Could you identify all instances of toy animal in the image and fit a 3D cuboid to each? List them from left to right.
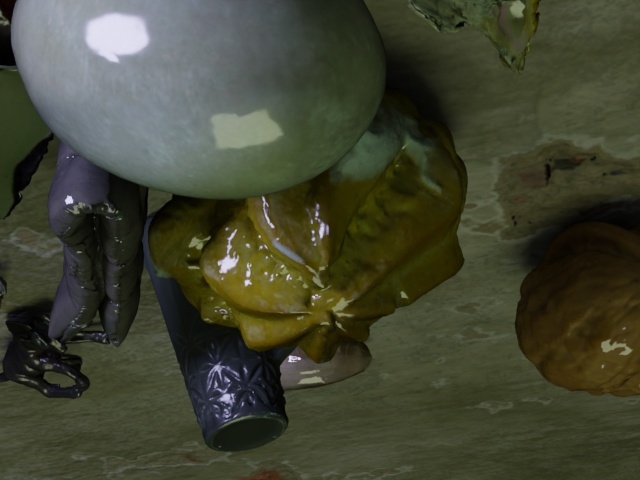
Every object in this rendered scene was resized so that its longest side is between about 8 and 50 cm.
[{"bbox_3d":[-0.396,0.161,2.141,0.148,0.084,0.233,25,150,-16],"label":"toy animal"}]

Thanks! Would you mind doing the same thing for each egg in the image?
[{"bbox_3d":[-0.111,-0.165,1.329,0.352,0.258,0.258,18,164,29],"label":"egg"}]

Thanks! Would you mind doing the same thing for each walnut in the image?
[{"bbox_3d":[0.381,0.091,1.961,0.224,0.257,0.257,-28,166,-32],"label":"walnut"}]

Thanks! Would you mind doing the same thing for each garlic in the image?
[{"bbox_3d":[-0.027,0.181,2.215,0.196,0.087,0.101,-12,164,8],"label":"garlic"}]

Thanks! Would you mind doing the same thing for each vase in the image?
[{"bbox_3d":[-0.110,0.101,1.842,0.251,0.301,0.156,-20,150,9],"label":"vase"}]

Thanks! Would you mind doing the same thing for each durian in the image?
[{"bbox_3d":[0.108,-0.263,1.302,0.172,0.166,0.306,-26,139,31],"label":"durian"}]

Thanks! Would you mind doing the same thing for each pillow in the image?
[{"bbox_3d":[-0.230,-0.049,1.588,0.101,0.228,0.326,6,152,-7],"label":"pillow"}]

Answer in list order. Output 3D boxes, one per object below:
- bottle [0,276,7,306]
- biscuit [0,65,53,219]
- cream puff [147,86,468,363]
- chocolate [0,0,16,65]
[{"bbox_3d":[-0.465,0.067,1.925,0.099,0.099,0.152,-16,155,19],"label":"bottle"},{"bbox_3d":[-0.356,-0.108,1.663,0.099,0.038,0.322,10,149,-20],"label":"biscuit"},{"bbox_3d":[0.000,0.000,1.630,0.378,0.275,0.378,-15,155,-7],"label":"cream puff"},{"bbox_3d":[-0.311,-0.216,1.421,0.149,0.080,0.125,10,149,-23],"label":"chocolate"}]
